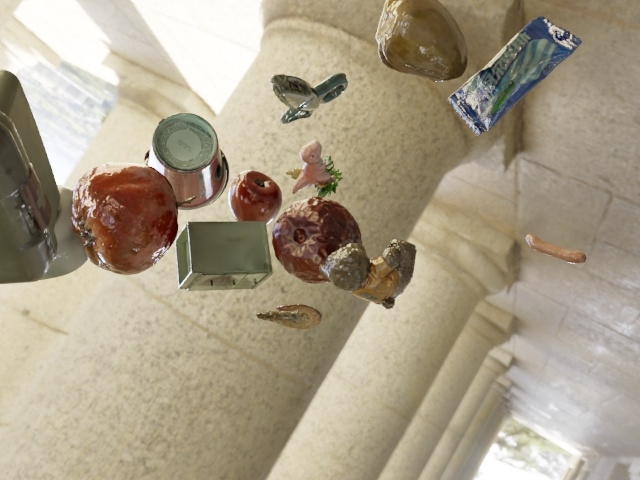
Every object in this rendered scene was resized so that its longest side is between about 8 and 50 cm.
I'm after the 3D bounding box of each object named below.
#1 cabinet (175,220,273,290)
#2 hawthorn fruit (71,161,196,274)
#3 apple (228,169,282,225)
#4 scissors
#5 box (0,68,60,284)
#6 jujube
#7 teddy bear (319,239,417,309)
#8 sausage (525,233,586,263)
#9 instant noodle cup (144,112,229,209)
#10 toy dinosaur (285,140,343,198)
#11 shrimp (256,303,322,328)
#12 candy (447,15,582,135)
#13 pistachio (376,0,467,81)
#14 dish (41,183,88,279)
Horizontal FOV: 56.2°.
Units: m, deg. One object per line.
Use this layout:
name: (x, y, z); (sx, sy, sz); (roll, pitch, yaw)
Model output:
cabinet: (-0.250, 0.043, 1.533); (0.206, 0.150, 0.145); (0, 160, -26)
hawthorn fruit: (-0.391, -0.060, 1.298); (0.241, 0.271, 0.242); (27, 131, 36)
apple: (-0.215, -0.132, 1.941); (0.181, 0.168, 0.181); (24, -143, -20)
scissors: (-0.030, -0.227, 0.937); (0.041, 0.138, 0.289); (58, -166, -2)
box: (-0.349, -0.059, 0.597); (0.147, 0.129, 0.210); (-2, 140, -8)
jujube: (0.000, 0.000, 1.468); (0.212, 0.213, 0.232); (29, -176, 20)
teddy bear: (0.097, 0.068, 1.267); (0.190, 0.140, 0.177); (16, 155, -23)
sausage: (0.686, 0.027, 1.759); (0.186, 0.043, 0.043); (26, 170, 43)
instant noodle cup: (-0.358, -0.221, 1.602); (0.243, 0.244, 0.255); (32, 164, -3)
toy dinosaur: (-0.021, -0.211, 1.870); (0.177, 0.194, 0.152); (10, -130, -50)
shrimp: (-0.107, 0.261, 2.094); (0.235, 0.053, 0.133); (10, 146, -13)
candy: (0.494, -0.432, 1.558); (0.077, 0.331, 0.187); (30, -156, -43)
pistachio: (0.265, -0.515, 1.512); (0.260, 0.213, 0.163); (15, -177, -27)
dish: (-0.665, -0.035, 1.417); (0.256, 0.256, 0.117); (29, 153, 18)
